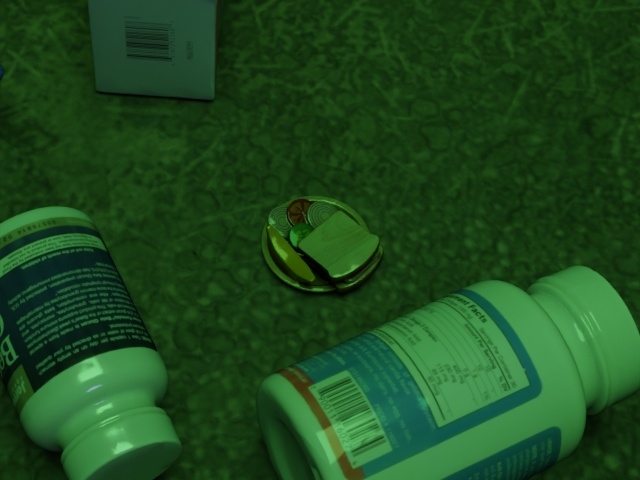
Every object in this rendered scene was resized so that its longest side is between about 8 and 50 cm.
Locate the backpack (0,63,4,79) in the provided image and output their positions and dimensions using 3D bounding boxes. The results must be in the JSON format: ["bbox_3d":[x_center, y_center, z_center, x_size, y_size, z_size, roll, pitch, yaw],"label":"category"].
[{"bbox_3d":[-0.288,-0.112,0.922,0.120,0.098,0.101,38,34,15],"label":"backpack"}]

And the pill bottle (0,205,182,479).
[{"bbox_3d":[-0.151,0.071,0.826,0.094,0.094,0.169,-22,64,-18],"label":"pill bottle"}]

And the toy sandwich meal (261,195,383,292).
[{"bbox_3d":[0.000,0.000,0.921,0.085,0.029,0.086,3,60,-4],"label":"toy sandwich meal"}]

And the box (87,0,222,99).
[{"bbox_3d":[-0.114,-0.210,0.974,0.091,0.130,0.171,4,60,-3],"label":"box"}]

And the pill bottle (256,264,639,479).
[{"bbox_3d":[0.083,0.098,0.818,0.221,0.124,0.124,-22,64,-18],"label":"pill bottle"}]
